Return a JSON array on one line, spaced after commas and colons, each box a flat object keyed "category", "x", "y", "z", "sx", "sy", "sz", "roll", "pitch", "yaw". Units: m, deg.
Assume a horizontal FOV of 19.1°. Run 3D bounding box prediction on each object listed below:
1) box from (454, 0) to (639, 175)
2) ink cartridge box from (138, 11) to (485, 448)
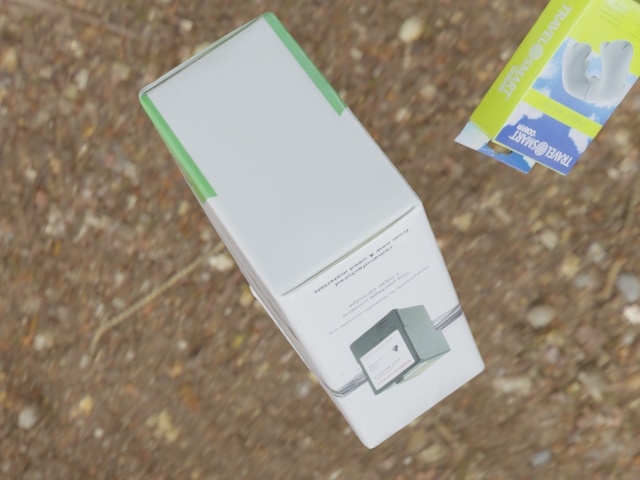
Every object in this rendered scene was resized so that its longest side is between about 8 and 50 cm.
[{"category": "box", "x": 0.203, "y": -0.132, "z": 1.584, "sx": 0.109, "sy": 0.178, "sz": 0.042, "roll": 21, "pitch": 20, "yaw": -44}, {"category": "ink cartridge box", "x": 0.000, "y": 0.000, "z": 1.420, "sx": 0.121, "sy": 0.289, "sz": 0.211, "roll": -34, "pitch": 61, "yaw": -4}]
